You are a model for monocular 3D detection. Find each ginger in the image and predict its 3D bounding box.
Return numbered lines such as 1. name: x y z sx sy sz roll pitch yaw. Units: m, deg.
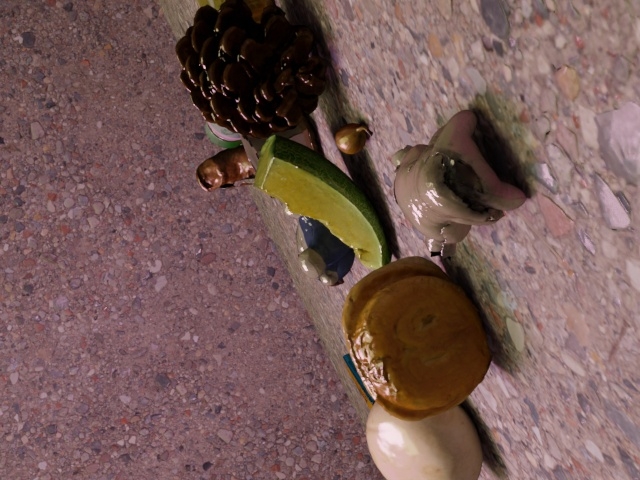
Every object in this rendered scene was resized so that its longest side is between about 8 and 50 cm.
1. ginger: -0.158 -0.182 1.601 0.107 0.309 0.133 74 -163 -56

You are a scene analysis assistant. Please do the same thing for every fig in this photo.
1. fig: 0.058 -0.169 1.025 0.083 0.050 0.050 -15 102 63

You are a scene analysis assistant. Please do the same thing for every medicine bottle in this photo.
1. medicine bottle: -0.194 -0.324 1.483 0.134 0.133 0.274 62 152 9

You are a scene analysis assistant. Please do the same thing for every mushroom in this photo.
1. mushroom: 0.214 0.400 1.292 0.246 0.202 0.246 12 112 31

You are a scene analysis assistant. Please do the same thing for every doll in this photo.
1. doll: 0.141 -0.056 0.710 0.149 0.095 0.192 61 168 4
2. doll: 0.000 0.000 1.460 0.258 0.153 0.228 103 147 -74

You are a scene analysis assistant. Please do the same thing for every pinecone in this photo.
1. pinecone: -0.109 -0.282 1.078 0.257 0.243 0.243 37 161 21

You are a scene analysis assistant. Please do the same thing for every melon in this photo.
1. melon: 0.022 -0.068 1.179 0.323 0.124 0.196 34 -173 -14

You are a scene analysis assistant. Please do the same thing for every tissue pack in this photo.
1. tissue pack: 0.152 0.374 1.745 0.169 0.119 0.082 55 166 37

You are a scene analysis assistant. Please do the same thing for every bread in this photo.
1. bread: 0.140 0.146 0.938 0.236 0.198 0.120 64 166 3

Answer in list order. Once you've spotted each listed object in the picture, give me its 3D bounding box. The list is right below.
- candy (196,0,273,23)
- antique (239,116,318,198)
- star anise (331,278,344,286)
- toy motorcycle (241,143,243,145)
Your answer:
1. candy: -0.180 -0.480 1.258 0.260 0.118 0.260 58 169 18
2. antique: -0.088 -0.208 1.392 0.152 0.147 0.147 57 168 39
3. star anise: 0.000 0.025 1.716 0.220 0.098 0.214 103 149 -76
4. toy motorcycle: -0.211 -0.373 1.675 0.221 0.147 0.326 6 118 53
